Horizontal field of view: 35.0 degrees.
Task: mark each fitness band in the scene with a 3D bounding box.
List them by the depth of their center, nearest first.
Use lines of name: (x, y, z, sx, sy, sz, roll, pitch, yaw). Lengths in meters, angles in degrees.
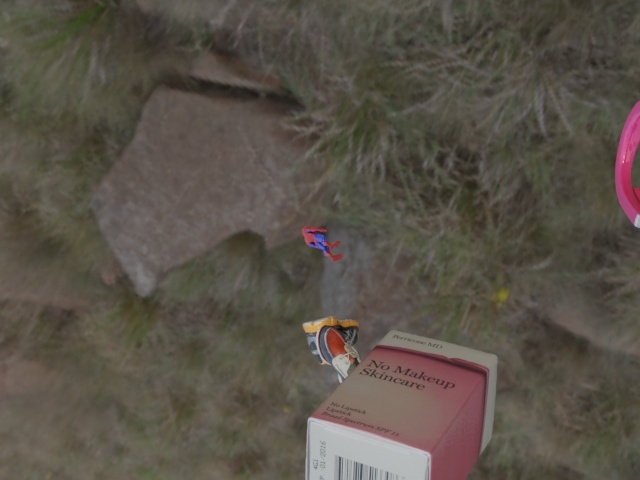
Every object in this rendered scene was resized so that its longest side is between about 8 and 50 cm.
fitness band: (0.599, -0.143, 1.840, 0.054, 0.291, 0.209, 6, 115, -2)

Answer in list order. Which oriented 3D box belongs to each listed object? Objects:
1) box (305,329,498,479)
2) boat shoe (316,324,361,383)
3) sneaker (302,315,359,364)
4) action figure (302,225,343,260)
box: (0.099, 0.219, 1.180, 0.148, 0.232, 0.127, 12, 116, 24)
boat shoe: (0.039, 0.184, 1.539, 0.043, 0.049, 0.137, 4, 128, 50)
sneaker: (0.023, 0.194, 1.916, 0.084, 0.083, 0.215, -18, 168, 17)
action figure: (0.000, 0.000, 1.619, 0.115, 0.030, 0.038, 30, 142, 55)
